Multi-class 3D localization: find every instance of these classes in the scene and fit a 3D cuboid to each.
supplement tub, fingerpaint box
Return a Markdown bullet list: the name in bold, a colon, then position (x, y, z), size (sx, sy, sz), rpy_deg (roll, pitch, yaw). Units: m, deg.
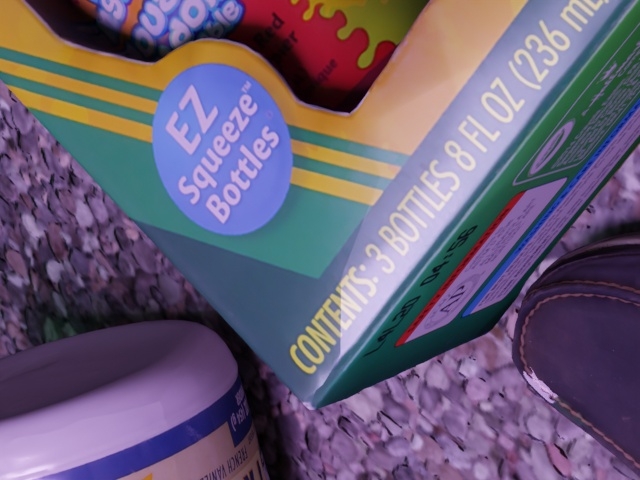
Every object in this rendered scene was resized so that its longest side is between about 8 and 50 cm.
- **supplement tub**: position (-0.127, 0.231, 1.163), size (0.228, 0.228, 0.316), rpy_deg (-4, 106, 48)
- **fingerpaint box**: position (0.026, -0.227, 0.676), size (0.371, 0.163, 0.445), rpy_deg (47, 120, 16)

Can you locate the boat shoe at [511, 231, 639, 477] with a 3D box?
- **boat shoe**: position (0.222, 0.102, 0.808), size (0.355, 0.130, 0.132), rpy_deg (25, 130, 35)
